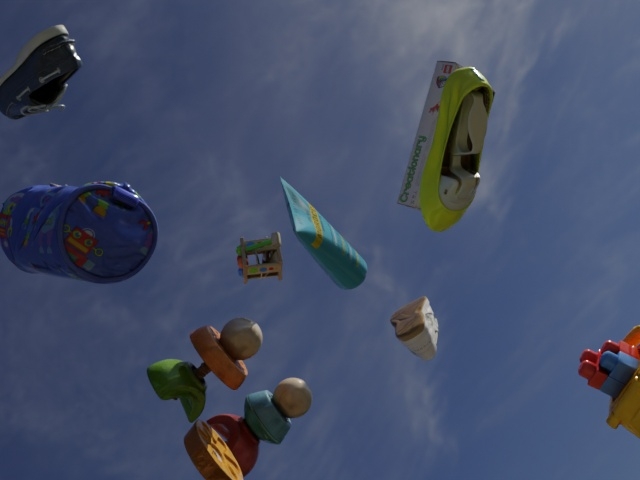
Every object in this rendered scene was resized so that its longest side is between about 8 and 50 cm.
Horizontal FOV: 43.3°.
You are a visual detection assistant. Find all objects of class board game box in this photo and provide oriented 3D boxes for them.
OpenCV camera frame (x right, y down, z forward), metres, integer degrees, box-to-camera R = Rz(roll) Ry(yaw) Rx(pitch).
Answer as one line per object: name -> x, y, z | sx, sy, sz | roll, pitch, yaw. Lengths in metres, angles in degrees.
board game box -> 0.270, -0.202, 1.701 | 0.193, 0.053, 0.306 | 14, -88, -53

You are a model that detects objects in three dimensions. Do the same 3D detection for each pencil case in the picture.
pencil case -> -0.318, -0.015, 1.030 | 0.119, 0.306, 0.133 | 25, -103, -33

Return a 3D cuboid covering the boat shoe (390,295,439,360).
boat shoe -> 0.223, 0.206, 1.837 | 0.098, 0.096, 0.277 | -33, 6, 13

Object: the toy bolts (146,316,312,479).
toy bolts -> -0.097, 0.237, 1.132 | 0.158, 0.218, 0.228 | -37, -43, -1

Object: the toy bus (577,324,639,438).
toy bus -> 0.489, 0.199, 1.178 | 0.220, 0.211, 0.150 | -44, -23, -56

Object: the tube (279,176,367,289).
tube -> 0.000, 0.000, 1.035 | 0.052, 0.080, 0.207 | -30, -35, 9

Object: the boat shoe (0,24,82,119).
boat shoe -> -0.445, -0.246, 1.280 | 0.254, 0.079, 0.095 | -29, 4, 44

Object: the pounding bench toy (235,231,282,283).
pounding bench toy -> -0.091, 0.019, 1.182 | 0.065, 0.052, 0.083 | -5, -35, -7

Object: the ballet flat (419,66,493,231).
ballet flat -> 0.182, -0.109, 1.059 | 0.077, 0.077, 0.231 | -3, -67, -23
